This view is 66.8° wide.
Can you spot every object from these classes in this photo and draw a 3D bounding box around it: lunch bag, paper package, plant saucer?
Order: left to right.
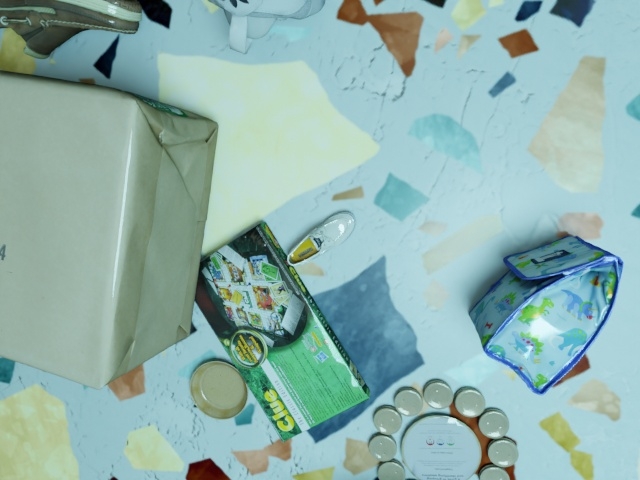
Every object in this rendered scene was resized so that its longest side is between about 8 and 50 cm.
[{"bbox_3d":[-0.317,-0.029,0.570,0.325,0.168,0.309,13,100,15],"label":"paper package"},{"bbox_3d":[-0.136,0.201,0.660,0.083,0.015,0.083,1,98,10],"label":"plant saucer"},{"bbox_3d":[0.237,0.063,0.514,0.096,0.129,0.151,39,104,2],"label":"lunch bag"}]

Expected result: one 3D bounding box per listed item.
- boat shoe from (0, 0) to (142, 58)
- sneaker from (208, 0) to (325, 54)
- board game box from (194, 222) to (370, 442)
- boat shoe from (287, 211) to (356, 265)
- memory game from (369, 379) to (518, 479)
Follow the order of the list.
[{"bbox_3d":[-0.336,-0.273,0.598,0.257,0.095,0.095,18,115,14],"label":"boat shoe"},{"bbox_3d":[-0.046,-0.379,0.503,0.137,0.210,0.366,15,66,8],"label":"sneaker"},{"bbox_3d":[-0.060,0.120,0.629,0.136,0.030,0.260,-31,92,11],"label":"board game box"},{"bbox_3d":[0.000,0.000,0.595,0.100,0.035,0.035,-32,91,13],"label":"boat shoe"},{"bbox_3d":[0.154,0.266,0.618,0.186,0.012,0.186,1,98,9],"label":"memory game"}]
